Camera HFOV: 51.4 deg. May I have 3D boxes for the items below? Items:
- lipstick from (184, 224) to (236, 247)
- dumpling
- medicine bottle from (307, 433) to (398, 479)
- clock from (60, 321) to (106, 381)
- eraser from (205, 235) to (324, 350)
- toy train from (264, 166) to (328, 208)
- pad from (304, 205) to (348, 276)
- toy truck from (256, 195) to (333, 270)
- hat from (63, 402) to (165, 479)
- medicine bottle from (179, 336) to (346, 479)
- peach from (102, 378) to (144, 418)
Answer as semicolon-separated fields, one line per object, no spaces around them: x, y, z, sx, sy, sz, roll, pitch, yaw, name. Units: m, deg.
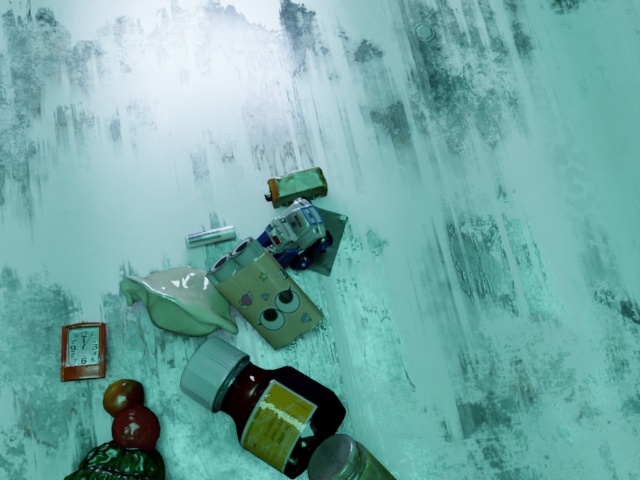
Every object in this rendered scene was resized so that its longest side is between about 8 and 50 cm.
-0.312;-0.011;1.884;0.141;0.040;0.040;-13;75;-7;lipstick
-0.360;0.146;1.729;0.318;0.243;0.187;14;72;13;dumpling
0.117;0.616;1.605;0.151;0.151;0.322;-47;113;-14;medicine bottle
-0.626;0.295;1.766;0.113;0.061;0.155;-4;71;-5;clock
-0.144;0.140;1.754;0.171;0.087;0.290;-36;109;11;eraser
-0.068;-0.149;1.911;0.188;0.099;0.072;-15;76;-9;toy train
0.000;0.000;1.923;0.116;0.004;0.193;18;75;2;pad
-0.091;-0.009;1.812;0.177;0.213;0.161;-11;64;-49;toy truck
-0.488;0.567;1.622;0.274;0.242;0.332;19;63;-24;hat
-0.152;0.404;1.689;0.395;0.242;0.242;31;74;19;medicine bottle
-0.507;0.406;1.721;0.100;0.101;0.101;1;74;-4;peach
